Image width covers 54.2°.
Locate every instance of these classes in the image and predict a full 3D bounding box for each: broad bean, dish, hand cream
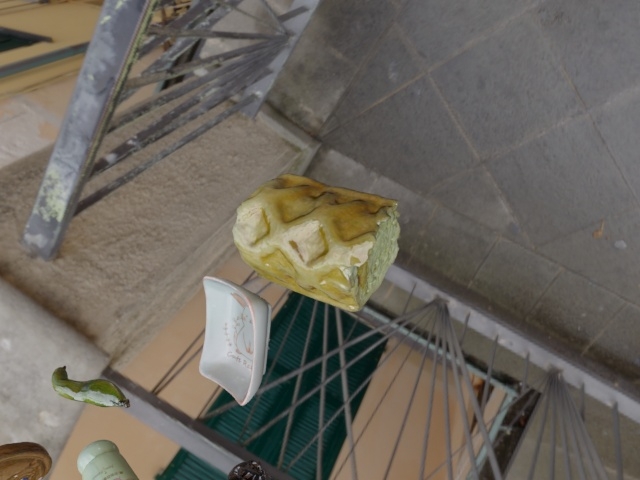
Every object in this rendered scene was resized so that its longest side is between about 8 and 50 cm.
[{"bbox_3d":[-0.522,0.341,1.420,0.214,0.070,0.048,17,139,13],"label":"broad bean"},{"bbox_3d":[-0.151,0.176,1.157,0.151,0.077,0.212,24,116,41],"label":"dish"},{"bbox_3d":[-0.427,0.554,1.327,0.306,0.147,0.093,39,150,41],"label":"hand cream"}]

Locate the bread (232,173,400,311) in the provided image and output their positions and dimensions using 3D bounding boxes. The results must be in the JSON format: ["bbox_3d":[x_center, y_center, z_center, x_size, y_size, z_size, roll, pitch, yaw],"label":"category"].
[{"bbox_3d":[0.003,-0.003,1.080,0.252,0.196,0.238,17,159,20],"label":"bread"}]

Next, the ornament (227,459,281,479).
[{"bbox_3d":[-0.165,0.544,1.197,0.106,0.251,0.260,4,149,31],"label":"ornament"}]

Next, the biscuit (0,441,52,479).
[{"bbox_3d":[-0.364,0.281,0.690,0.026,0.124,0.175,52,129,27],"label":"biscuit"}]
